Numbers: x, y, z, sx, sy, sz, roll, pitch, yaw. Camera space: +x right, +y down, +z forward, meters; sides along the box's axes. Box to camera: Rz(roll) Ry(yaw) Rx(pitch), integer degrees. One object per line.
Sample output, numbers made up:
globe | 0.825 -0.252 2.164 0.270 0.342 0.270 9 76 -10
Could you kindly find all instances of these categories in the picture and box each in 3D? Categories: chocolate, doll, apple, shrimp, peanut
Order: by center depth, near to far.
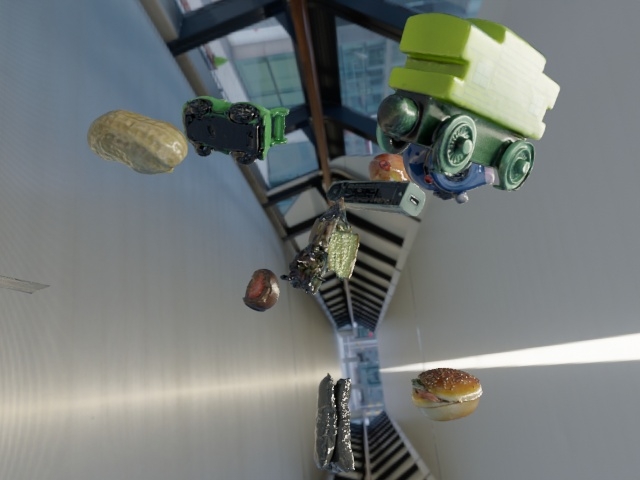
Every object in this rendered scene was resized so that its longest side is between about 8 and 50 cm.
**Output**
shrimp | 0.008 0.003 0.999 0.178 0.075 0.289 -65 175 15
peanut | -0.530 -0.285 1.476 0.158 0.340 0.174 -64 165 -12
doll | 0.385 -0.257 1.616 0.310 0.241 0.284 -92 167 -68
chocolate | -0.194 0.164 1.751 0.133 0.124 0.127 -55 167 15
apple | 0.277 -0.254 2.078 0.209 0.165 0.209 -7 90 -82

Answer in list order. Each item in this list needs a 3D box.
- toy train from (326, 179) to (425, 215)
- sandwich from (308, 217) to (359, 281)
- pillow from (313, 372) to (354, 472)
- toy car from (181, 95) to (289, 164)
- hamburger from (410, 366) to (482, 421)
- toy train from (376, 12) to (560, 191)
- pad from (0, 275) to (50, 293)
toy train | 0.159 -0.136 1.626 0.407 0.088 0.086 13 -102 58
sandwich | 0.049 0.022 1.637 0.235 0.122 0.128 -125 -127 -63
pillow | 0.032 0.506 1.398 0.326 0.101 0.227 97 -3 -64
toy car | -0.308 -0.407 1.856 0.176 0.359 0.213 -69 167 -45
hamburger | 0.409 0.491 1.680 0.237 0.237 0.147 -69 148 -82
toy train | 0.284 -0.252 0.961 0.442 0.179 0.272 4 108 -45
pad | -0.972 0.139 1.636 0.170 0.246 0.006 19 68 -38
